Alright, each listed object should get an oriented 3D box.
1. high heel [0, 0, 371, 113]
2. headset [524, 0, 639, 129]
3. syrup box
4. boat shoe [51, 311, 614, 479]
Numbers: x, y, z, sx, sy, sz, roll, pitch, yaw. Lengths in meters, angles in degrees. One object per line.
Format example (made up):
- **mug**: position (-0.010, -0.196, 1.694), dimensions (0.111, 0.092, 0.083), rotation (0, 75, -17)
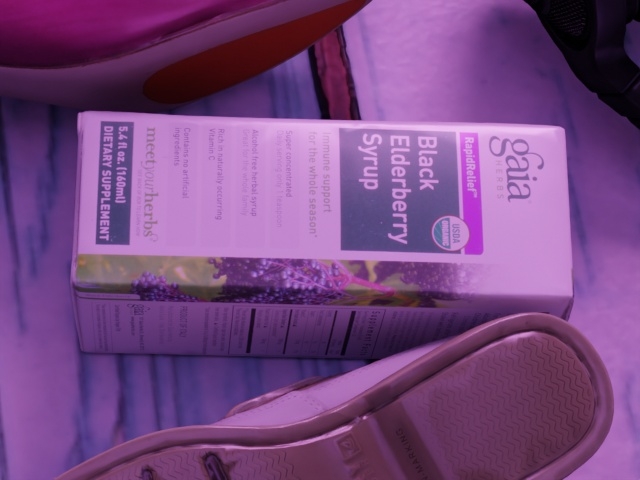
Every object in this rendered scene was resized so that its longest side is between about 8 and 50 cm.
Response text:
- **high heel**: position (-0.155, -0.144, 0.992), dimensions (0.377, 0.127, 0.181), rotation (-17, 80, -8)
- **headset**: position (0.177, -0.212, 1.038), dimensions (0.394, 0.185, 0.243), rotation (44, 86, -11)
- **syrup box**: position (0.000, 0.000, 0.966), dimensions (0.237, 0.096, 0.093), rotation (1, 66, -3)
- **boat shoe**: position (-0.014, 0.125, 0.907), dimensions (0.302, 0.103, 0.113), rotation (-18, 82, -13)
